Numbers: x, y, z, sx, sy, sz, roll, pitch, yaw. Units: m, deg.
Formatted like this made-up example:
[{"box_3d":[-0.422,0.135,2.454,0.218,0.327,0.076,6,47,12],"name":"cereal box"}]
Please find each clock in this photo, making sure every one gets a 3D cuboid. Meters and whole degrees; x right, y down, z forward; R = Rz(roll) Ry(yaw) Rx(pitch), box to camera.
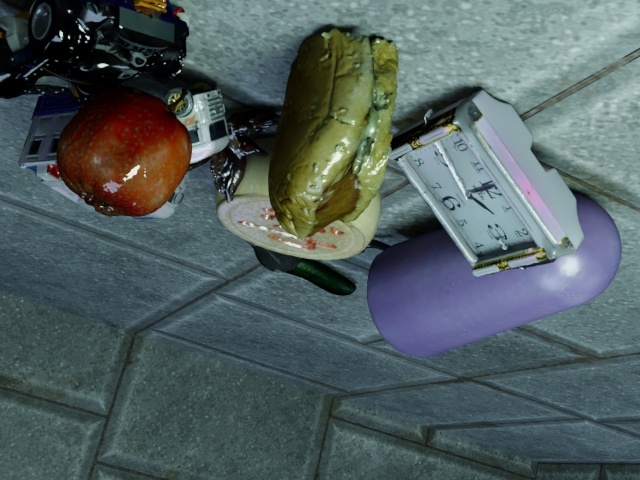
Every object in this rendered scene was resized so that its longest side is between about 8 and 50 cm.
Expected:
[{"box_3d":[0.215,-0.074,1.126,0.253,0.083,0.186,53,148,-11],"name":"clock"}]

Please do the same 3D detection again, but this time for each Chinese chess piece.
[{"box_3d":[-0.036,-0.064,1.370,0.270,0.112,0.270,11,159,4],"name":"Chinese chess piece"}]

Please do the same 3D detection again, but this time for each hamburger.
[{"box_3d":[0.007,-0.111,1.078,0.133,0.211,0.309,12,159,-9],"name":"hamburger"}]

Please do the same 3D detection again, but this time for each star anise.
[{"box_3d":[-0.153,-0.139,1.248,0.213,0.053,0.157,12,120,3],"name":"star anise"}]

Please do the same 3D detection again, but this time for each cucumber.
[{"box_3d":[-0.022,0.066,1.789,0.284,0.056,0.056,23,158,-37],"name":"cucumber"}]

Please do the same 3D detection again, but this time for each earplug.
[{"box_3d":[0.278,0.048,1.353,0.215,0.215,0.456,23,154,-23],"name":"earplug"}]

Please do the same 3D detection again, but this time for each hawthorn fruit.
[{"box_3d":[-0.233,-0.123,1.063,0.157,0.194,0.157,37,168,9],"name":"hawthorn fruit"}]

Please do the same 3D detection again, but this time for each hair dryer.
[{"box_3d":[0.000,0.000,1.577,0.272,0.091,0.235,-5,167,11],"name":"hair dryer"}]

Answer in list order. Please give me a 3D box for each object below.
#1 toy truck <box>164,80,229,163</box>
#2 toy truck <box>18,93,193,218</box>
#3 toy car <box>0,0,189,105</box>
[{"box_3d":[-0.238,-0.142,1.182,0.227,0.114,0.098,-13,-168,18],"name":"toy truck"},{"box_3d":[-0.333,-0.119,1.349,0.124,0.155,0.268,0,156,32],"name":"toy truck"},{"box_3d":[-0.292,-0.244,1.048,0.301,0.117,0.193,-12,167,43],"name":"toy car"}]
